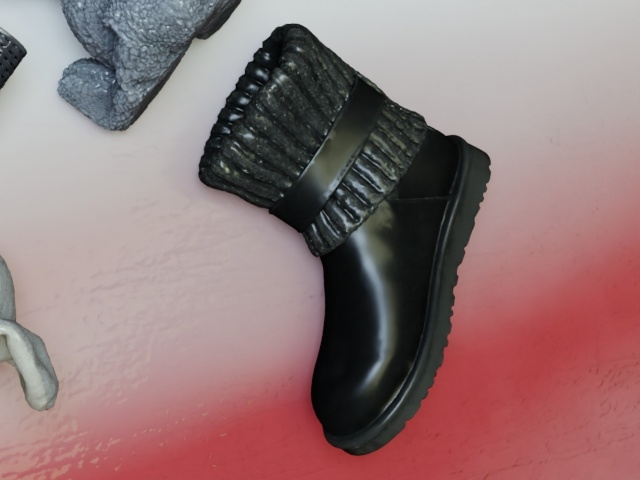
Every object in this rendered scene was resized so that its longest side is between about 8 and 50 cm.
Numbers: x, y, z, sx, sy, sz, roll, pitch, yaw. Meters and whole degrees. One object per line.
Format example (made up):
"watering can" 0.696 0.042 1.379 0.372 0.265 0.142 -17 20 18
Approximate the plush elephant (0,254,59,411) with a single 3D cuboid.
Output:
"plush elephant" -0.356 0.057 0.926 0.330 0.272 0.255 -38 148 14

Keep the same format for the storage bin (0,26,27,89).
"storage bin" -0.344 -0.170 0.976 0.180 0.122 0.084 36 77 -19

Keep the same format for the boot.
"boot" -0.002 -0.001 1.116 0.260 0.131 0.348 28 69 -28

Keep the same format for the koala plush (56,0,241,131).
"koala plush" -0.189 -0.242 1.020 0.221 0.203 0.196 41 74 -6
